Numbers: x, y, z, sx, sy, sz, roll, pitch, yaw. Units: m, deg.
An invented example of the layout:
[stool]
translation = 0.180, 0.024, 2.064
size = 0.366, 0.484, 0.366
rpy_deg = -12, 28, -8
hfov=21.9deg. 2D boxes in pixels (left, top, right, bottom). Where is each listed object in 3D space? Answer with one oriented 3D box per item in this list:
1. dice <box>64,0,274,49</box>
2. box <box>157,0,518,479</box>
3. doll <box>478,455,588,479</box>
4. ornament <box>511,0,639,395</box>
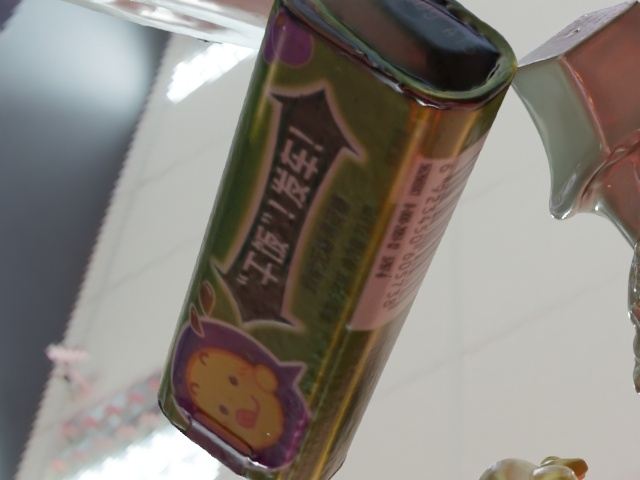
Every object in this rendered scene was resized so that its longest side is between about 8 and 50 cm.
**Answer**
[dice]
translation = -0.090, -0.297, 1.266
size = 0.265, 0.268, 0.262
rpy_deg = 13, -89, 23
[box]
translation = 0.000, 0.000, 0.967
size = 0.097, 0.134, 0.345
rpy_deg = -40, 158, -43
[doll]
translation = 0.132, 0.221, 1.216
size = 0.117, 0.086, 0.291
rpy_deg = -25, 180, 19
[ornament]
translation = 0.217, -0.013, 1.036
size = 0.130, 0.285, 0.120
rpy_deg = -20, 173, -18
